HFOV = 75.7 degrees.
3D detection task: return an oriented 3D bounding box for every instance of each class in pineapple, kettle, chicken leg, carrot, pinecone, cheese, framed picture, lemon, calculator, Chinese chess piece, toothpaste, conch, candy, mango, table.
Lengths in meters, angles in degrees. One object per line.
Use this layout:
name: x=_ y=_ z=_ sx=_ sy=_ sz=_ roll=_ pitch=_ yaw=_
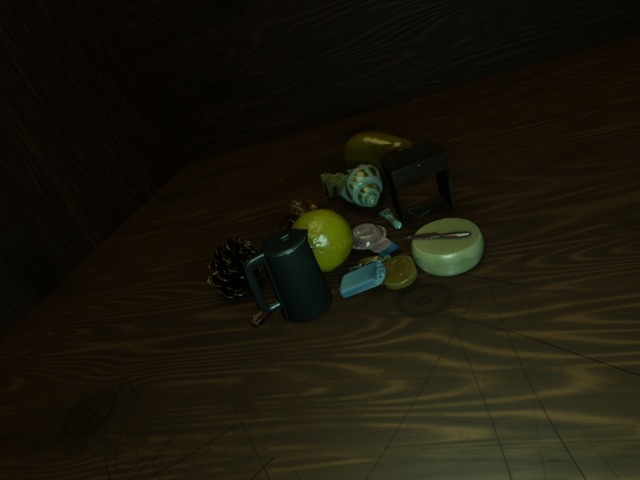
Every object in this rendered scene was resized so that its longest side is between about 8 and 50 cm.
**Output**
pineapple: x=0.086 y=-0.315 z=2.353 sx=0.236 sy=0.115 sz=0.186 roll=8 pitch=41 yaw=37
kettle: x=-0.123 y=0.135 z=1.558 sx=0.261 sy=0.308 sz=0.203 roll=-16 pitch=29 yaw=9
chicken leg: x=-0.135 y=-0.048 z=2.108 sx=0.177 sy=0.083 sz=0.322 roll=-42 pitch=33 yaw=-16
carrot: x=-0.053 y=-0.194 z=2.317 sx=0.061 sy=0.061 sz=0.257 roll=-24 pitch=20 yaw=-3
pinecone: x=-0.378 y=0.118 z=1.815 sx=0.243 sy=0.309 sz=0.244 roll=7 pitch=48 yaw=-8
cheese: x=0.221 y=-0.004 z=1.794 sx=0.188 sy=0.074 sz=0.286 roll=-33 pitch=35 yaw=-18
framed picture: x=0.458 y=-0.137 z=1.919 sx=0.066 sy=0.007 sz=0.089 roll=-31 pitch=31 yaw=-15
lemon: x=0.001 y=0.000 z=1.732 sx=0.292 sy=0.293 sz=0.293 roll=-16 pitch=30 yaw=10
calculator: x=0.155 y=0.149 z=1.578 sx=0.210 sy=0.039 sz=0.121 roll=-27 pitch=26 yaw=27
Chinese chess piece: x=0.477 y=0.021 z=1.556 sx=0.272 sy=0.102 sz=0.273 roll=-15 pitch=31 yaw=9
toothpaste: x=0.328 y=-0.107 z=1.932 sx=0.056 sy=0.036 sz=0.205 roll=-22 pitch=26 yaw=-1
conch: x=0.207 y=-0.273 z=2.114 sx=0.249 sy=0.197 sz=0.368 roll=-42 pitch=11 yaw=20
candy: x=0.199 y=0.096 z=1.671 sx=0.181 sy=0.053 sz=0.047 roll=-18 pitch=37 yaw=11
mango: x=0.329 y=-0.463 z=2.250 sx=0.445 sy=0.300 sz=0.232 roll=6 pitch=61 yaw=39
table: x=0.435 y=-0.252 z=1.830 sx=0.250 sy=0.282 sz=0.196 roll=-20 pitch=30 yaw=2

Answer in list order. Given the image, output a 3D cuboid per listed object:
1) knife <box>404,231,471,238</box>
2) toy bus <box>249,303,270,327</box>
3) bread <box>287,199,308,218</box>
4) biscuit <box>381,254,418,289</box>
knife: x=0.431 y=-0.020 z=1.530 sx=0.247 sy=0.018 sz=0.035 roll=-3 pitch=38 yaw=30
toy bus: x=-0.232 y=0.300 z=1.641 sx=0.043 sy=0.031 sz=0.110 roll=14 pitch=45 yaw=37
bread: x=-0.129 y=-0.170 z=2.268 sx=0.105 sy=0.075 sz=0.233 roll=-59 pitch=35 yaw=7
biscuit: x=0.288 y=0.130 z=1.560 sx=0.170 sy=0.050 sz=0.170 roll=-24 pitch=29 yaw=14
